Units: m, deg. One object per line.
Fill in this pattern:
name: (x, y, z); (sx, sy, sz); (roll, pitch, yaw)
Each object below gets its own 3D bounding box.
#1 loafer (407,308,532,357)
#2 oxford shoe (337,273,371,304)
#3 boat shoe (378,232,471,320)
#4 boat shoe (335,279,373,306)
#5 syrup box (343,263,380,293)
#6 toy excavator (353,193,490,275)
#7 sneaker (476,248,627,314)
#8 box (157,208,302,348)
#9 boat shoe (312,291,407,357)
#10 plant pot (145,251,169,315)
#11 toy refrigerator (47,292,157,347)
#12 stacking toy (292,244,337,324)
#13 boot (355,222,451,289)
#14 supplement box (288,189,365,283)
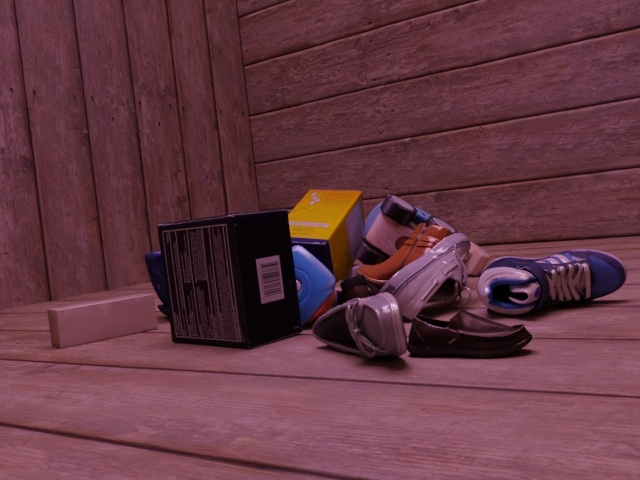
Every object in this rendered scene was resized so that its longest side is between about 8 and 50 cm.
loafer: (0.254, 0.159, 1.155); (0.219, 0.078, 0.080); (-6, 2, 21)
oxford shoe: (0.093, 0.161, 1.683); (0.082, 0.096, 0.227); (-19, -17, 1)
boat shoe: (0.307, 0.103, 1.654); (0.367, 0.156, 0.136); (-26, -24, -48)
boat shoe: (0.057, 0.149, 1.926); (0.189, 0.068, 0.072); (1, 39, -13)
syrup box: (0.090, 0.131, 2.159); (0.236, 0.096, 0.093); (-5, 3, 5)
toy excavator: (0.361, 0.006, 2.176); (0.432, 0.222, 0.445); (30, 18, 4)
sneaker: (0.515, 0.106, 1.476); (0.322, 0.130, 0.236); (0, 14, 21)
box: (-0.217, 0.086, 1.566); (0.294, 0.297, 0.182); (-4, 4, 42)
boat shoe: (0.071, 0.163, 1.229); (0.103, 0.118, 0.320); (-13, 0, -16)
plant pot: (-0.400, 0.129, 2.067); (0.235, 0.212, 0.236); (-8, 3, -26)
toy refrigerator: (-0.597, 0.216, 1.817); (0.269, 0.102, 0.094); (-9, 3, -38)
stacking toy: (-0.020, 0.145, 1.739); (0.175, 0.165, 0.302); (-48, -22, 2)
boot: (0.239, 0.044, 1.913); (0.109, 0.220, 0.283); (30, -11, -33)
supplement box: (0.000, 0.000, 2.095); (0.195, 0.194, 0.356); (4, 30, 22)
